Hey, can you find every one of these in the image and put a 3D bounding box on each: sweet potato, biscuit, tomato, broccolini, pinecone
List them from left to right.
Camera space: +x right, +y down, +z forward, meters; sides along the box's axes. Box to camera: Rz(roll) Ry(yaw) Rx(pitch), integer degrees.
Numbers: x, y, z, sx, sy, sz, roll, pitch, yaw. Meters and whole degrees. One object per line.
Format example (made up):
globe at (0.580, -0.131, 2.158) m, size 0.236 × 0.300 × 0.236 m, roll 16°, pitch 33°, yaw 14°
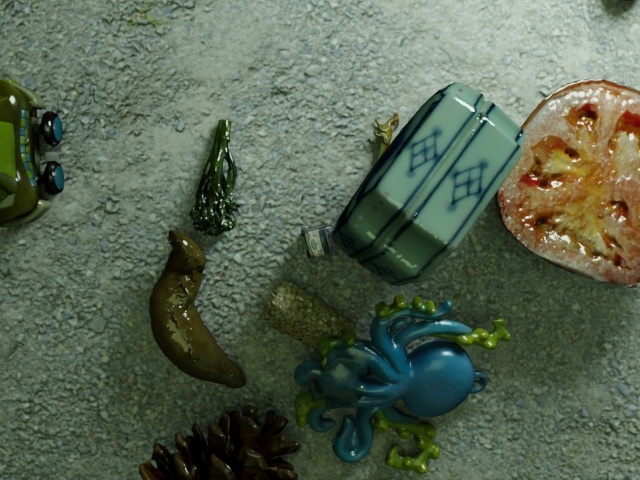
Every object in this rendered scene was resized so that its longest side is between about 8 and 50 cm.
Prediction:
sweet potato at (-0.230, 0.133, 1.138) m, size 0.124 × 0.098 × 0.310 m, roll -17°, pitch 98°, yaw -5°
broccolini at (-0.182, -0.107, 1.129) m, size 0.091 × 0.068 × 0.202 m, roll 2°, pitch 95°, yaw 19°
pinecone at (-0.167, 0.411, 1.097) m, size 0.309 × 0.244 × 0.244 m, roll -37°, pitch 94°, yaw -11°
biscuit at (-0.019, 0.138, 1.145) m, size 0.168 × 0.082 × 0.070 m, roll 30°, pitch 58°, yaw -3°
tomato at (0.443, -0.092, 1.087) m, size 0.338 × 0.144 × 0.338 m, roll 0°, pitch 90°, yaw -3°

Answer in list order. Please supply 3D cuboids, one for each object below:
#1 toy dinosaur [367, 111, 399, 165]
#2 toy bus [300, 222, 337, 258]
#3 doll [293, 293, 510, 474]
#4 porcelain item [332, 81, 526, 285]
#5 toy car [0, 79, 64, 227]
toy dinosaur at (0.102, -0.173, 1.138) m, size 0.041 × 0.026 × 0.113 m, roll 27°, pitch 86°, yaw -18°
toy bus at (0.000, 0.000, 1.119) m, size 0.058 × 0.102 × 0.052 m, roll -15°, pitch 95°, yaw -1°
doll at (0.124, 0.238, 1.131) m, size 0.341 × 0.099 × 0.346 m, roll 9°, pitch 112°, yaw -7°
porcelain item at (0.153, -0.080, 1.003) m, size 0.157 × 0.286 × 0.281 m, roll 38°, pitch 82°, yaw -1°
toy car at (-0.544, -0.139, 1.061) m, size 0.204 × 0.198 × 0.247 m, roll -1°, pitch 96°, yaw 0°
